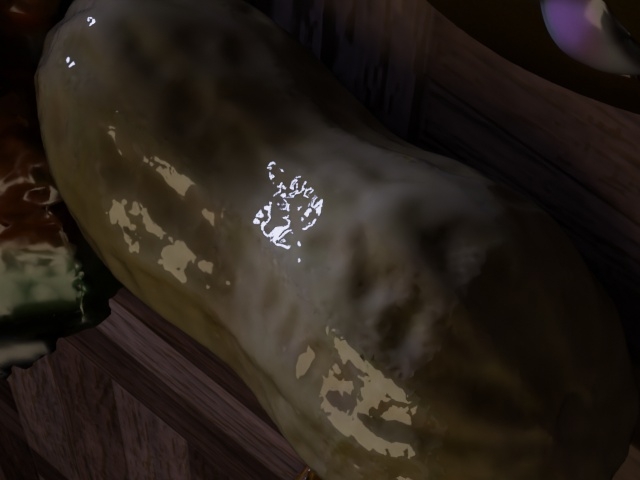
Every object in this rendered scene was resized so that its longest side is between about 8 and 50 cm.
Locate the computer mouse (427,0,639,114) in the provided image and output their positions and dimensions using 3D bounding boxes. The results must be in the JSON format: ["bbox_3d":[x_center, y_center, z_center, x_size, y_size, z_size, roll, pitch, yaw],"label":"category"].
[{"bbox_3d":[0.037,-0.131,0.321,0.158,0.072,0.310,20,148,47],"label":"computer mouse"}]

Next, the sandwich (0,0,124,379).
[{"bbox_3d":[-0.205,-0.104,0.670,0.250,0.162,0.301,3,125,8],"label":"sandwich"}]

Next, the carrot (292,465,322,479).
[{"bbox_3d":[0.000,0.147,0.876,0.048,0.048,0.139,43,159,3],"label":"carrot"}]

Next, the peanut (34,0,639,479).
[{"bbox_3d":[0.000,0.000,0.547,0.256,0.123,0.123,43,157,14],"label":"peanut"}]
